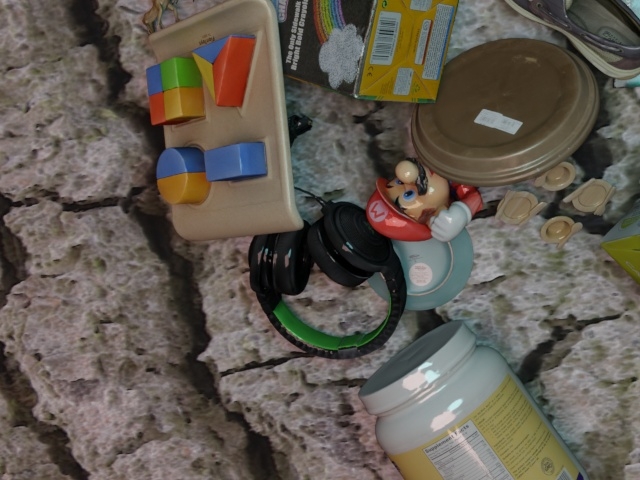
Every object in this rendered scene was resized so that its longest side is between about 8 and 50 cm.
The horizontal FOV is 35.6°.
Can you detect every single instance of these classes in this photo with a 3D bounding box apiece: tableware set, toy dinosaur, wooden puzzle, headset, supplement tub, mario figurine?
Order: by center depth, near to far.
[{"bbox_3d":[0.200,-0.120,1.488,0.320,0.198,0.170,-35,100,10],"label":"mario figurine"},{"bbox_3d":[0.359,-0.057,1.519,0.168,0.020,0.141,23,124,-26],"label":"tableware set"},{"bbox_3d":[-0.169,-0.173,1.524,0.322,0.080,0.348,-6,95,50],"label":"wooden puzzle"},{"bbox_3d":[0.235,0.315,1.550,0.241,0.241,0.331,-36,92,18],"label":"supplement tub"},{"bbox_3d":[-0.243,-0.408,1.597,0.092,0.053,0.183,40,113,32],"label":"toy dinosaur"},{"bbox_3d":[0.000,0.000,1.612,0.243,0.185,0.394,-11,112,24],"label":"headset"}]

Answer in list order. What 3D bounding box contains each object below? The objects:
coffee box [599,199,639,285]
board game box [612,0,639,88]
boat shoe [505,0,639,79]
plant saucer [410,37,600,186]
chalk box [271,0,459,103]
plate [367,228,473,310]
[{"bbox_3d":[0.631,-0.003,1.289,0.337,0.338,0.334,45,87,2],"label":"coffee box"},{"bbox_3d":[0.491,-0.321,1.463,0.126,0.026,0.186,-3,101,15],"label":"board game box"},{"bbox_3d":[0.360,-0.347,1.427,0.103,0.092,0.285,-43,77,-12],"label":"boat shoe"},{"bbox_3d":[0.260,-0.196,1.440,0.277,0.278,0.041,-12,141,16],"label":"plant saucer"},{"bbox_3d":[0.030,-0.323,1.469,0.289,0.179,0.180,27,112,42],"label":"chalk box"},{"bbox_3d":[0.154,0.026,1.621,0.188,0.024,0.188,3,102,12],"label":"plate"}]
